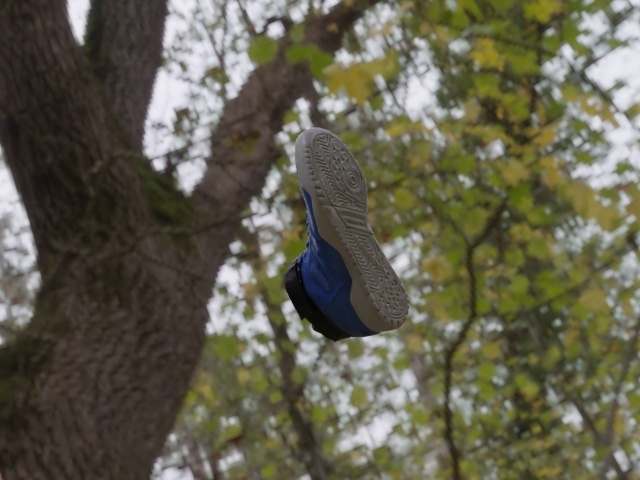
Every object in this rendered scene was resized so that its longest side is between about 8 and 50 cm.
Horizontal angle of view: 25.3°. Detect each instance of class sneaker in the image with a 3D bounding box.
[{"bbox_3d":[-0.001,0.000,1.015,0.085,0.152,0.058,-20,6,43],"label":"sneaker"}]

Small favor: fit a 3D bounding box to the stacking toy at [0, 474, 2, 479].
[{"bbox_3d":[-0.362,0.130,1.035,0.130,0.279,0.309,4,7,32],"label":"stacking toy"}]
